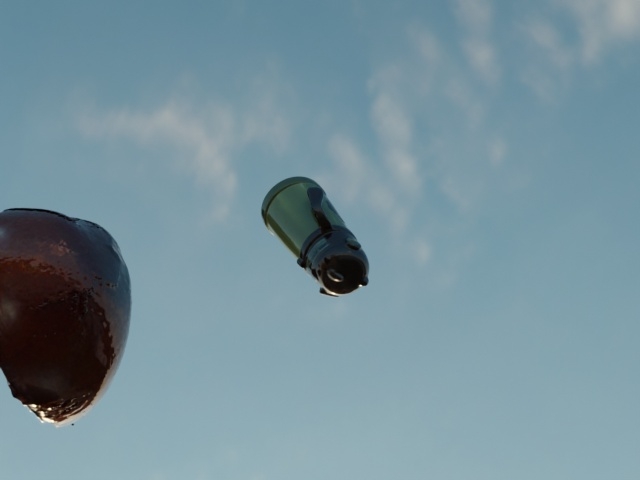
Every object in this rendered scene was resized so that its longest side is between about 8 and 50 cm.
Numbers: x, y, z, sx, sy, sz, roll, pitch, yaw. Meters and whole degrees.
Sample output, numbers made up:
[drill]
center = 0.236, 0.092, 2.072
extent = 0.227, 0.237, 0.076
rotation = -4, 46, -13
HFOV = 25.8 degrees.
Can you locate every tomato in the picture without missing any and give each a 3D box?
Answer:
[tomato]
center = -0.195, 0.053, 1.103
extent = 0.099, 0.173, 0.189
rotation = -20, -22, 9

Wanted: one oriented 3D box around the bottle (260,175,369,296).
[bottle]
center = 0.001, 0.001, 0.917
extent = 0.047, 0.101, 0.063
rotation = -42, -48, 3
